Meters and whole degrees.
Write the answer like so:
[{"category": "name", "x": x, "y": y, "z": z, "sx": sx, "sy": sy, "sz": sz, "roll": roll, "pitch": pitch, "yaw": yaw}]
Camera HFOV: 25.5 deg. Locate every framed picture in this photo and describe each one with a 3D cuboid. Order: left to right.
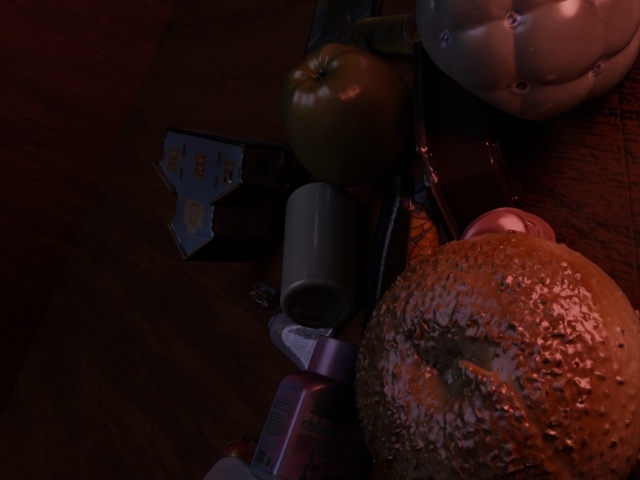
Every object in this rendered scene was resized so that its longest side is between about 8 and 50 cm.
[{"category": "framed picture", "x": 0.034, "y": -0.341, "z": 2.348, "sx": 0.265, "sy": 0.016, "sz": 0.347, "roll": -35, "pitch": 39, "yaw": 55}]

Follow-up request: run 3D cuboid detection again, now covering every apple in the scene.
[{"category": "apple", "x": 0.036, "y": -0.171, "z": 1.923, "sx": 0.200, "sy": 0.200, "sz": 0.200, "roll": -51, "pitch": 26, "yaw": 37}]

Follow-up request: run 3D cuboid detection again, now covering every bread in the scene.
[{"category": "bread", "x": 0.151, "y": 0.129, "z": 1.278, "sx": 0.305, "sy": 0.159, "sz": 0.305, "roll": -18, "pitch": 63, "yaw": 40}]

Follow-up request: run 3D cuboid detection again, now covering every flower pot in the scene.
[{"category": "flower pot", "x": 0.172, "y": -0.113, "z": 1.594, "sx": 0.084, "sy": 0.179, "sz": 0.251, "roll": -14, "pitch": 44, "yaw": 17}, {"category": "flower pot", "x": 0.219, "y": -0.244, "z": 1.475, "sx": 0.195, "sy": 0.246, "sz": 0.246, "roll": -58, "pitch": 22, "yaw": 19}]

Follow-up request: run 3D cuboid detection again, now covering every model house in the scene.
[{"category": "model house", "x": -0.143, "y": -0.064, "z": 2.274, "sx": 0.271, "sy": 0.178, "sz": 0.206, "roll": 14, "pitch": 97, "yaw": 47}]

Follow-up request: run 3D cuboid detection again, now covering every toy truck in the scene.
[{"category": "toy truck", "x": -0.088, "y": 0.084, "z": 2.193, "sx": 0.032, "sy": 0.024, "sz": 0.083, "roll": -48, "pitch": 20, "yaw": -11}]

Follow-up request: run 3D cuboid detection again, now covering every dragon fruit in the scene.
[{"category": "dragon fruit", "x": -0.108, "y": 0.304, "z": 1.971, "sx": 0.060, "sy": 0.056, "sz": 0.083, "roll": -66, "pitch": 19, "yaw": 6}]

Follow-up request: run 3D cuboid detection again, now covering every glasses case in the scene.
[{"category": "glasses case", "x": 0.088, "y": 0.086, "z": 1.576, "sx": 0.122, "sy": 0.082, "sz": 0.321, "roll": -117, "pitch": 32, "yaw": -87}]

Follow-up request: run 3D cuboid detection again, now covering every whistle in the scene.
[{"category": "whistle", "x": 0.105, "y": -0.293, "z": 2.005, "sx": 0.068, "sy": 0.057, "sz": 0.326, "roll": -54, "pitch": 14, "yaw": -2}]

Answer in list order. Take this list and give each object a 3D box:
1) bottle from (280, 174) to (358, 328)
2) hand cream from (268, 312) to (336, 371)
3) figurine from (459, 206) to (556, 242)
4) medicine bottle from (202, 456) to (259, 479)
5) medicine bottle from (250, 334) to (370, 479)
[{"category": "bottle", "x": 0.000, "y": 0.000, "z": 1.949, "sx": 0.104, "sy": 0.104, "sz": 0.245, "roll": -49, "pitch": 27, "yaw": 40}, {"category": "hand cream", "x": -0.027, "y": 0.137, "z": 1.971, "sx": 0.142, "sy": 0.053, "sz": 0.084, "roll": 25, "pitch": 93, "yaw": 54}, {"category": "figurine", "x": 0.198, "y": 0.023, "z": 1.424, "sx": 0.157, "sy": 0.126, "sz": 0.114, "roll": -169, "pitch": 61, "yaw": -71}, {"category": "medicine bottle", "x": -0.078, "y": 0.374, "z": 1.752, "sx": 0.161, "sy": 0.111, "sz": 0.296, "roll": -70, "pitch": 19, "yaw": -3}, {"category": "medicine bottle", "x": 0.005, "y": 0.213, "z": 1.690, "sx": 0.094, "sy": 0.119, "sz": 0.188, "roll": 4, "pitch": 73, "yaw": 67}]
